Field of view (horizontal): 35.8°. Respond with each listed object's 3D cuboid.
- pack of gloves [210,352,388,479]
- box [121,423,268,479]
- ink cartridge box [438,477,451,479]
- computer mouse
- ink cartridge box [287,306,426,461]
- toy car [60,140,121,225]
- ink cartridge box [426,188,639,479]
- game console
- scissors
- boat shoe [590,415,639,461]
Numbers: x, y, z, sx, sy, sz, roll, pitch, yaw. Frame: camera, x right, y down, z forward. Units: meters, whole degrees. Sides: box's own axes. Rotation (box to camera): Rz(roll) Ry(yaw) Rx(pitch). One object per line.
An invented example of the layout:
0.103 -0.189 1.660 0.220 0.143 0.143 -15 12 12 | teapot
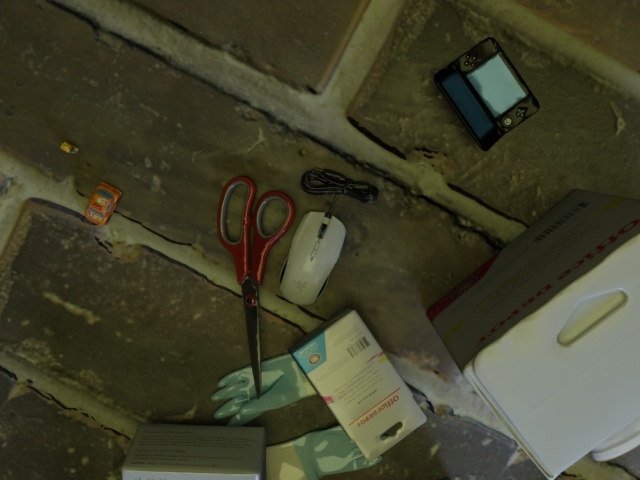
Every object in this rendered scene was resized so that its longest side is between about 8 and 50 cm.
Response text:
-0.028 0.253 1.375 0.232 0.046 0.195 -21 94 3 | pack of gloves
-0.164 0.354 1.331 0.181 0.119 0.181 1 109 1 | box
0.152 0.461 1.268 0.121 0.289 0.211 -13 95 2 | ink cartridge box
0.000 0.000 1.352 0.106 0.042 0.193 20 95 -2 | computer mouse
0.050 0.194 1.341 0.104 0.061 0.181 -34 94 -7 | ink cartridge box
-0.326 -0.076 1.351 0.060 0.040 0.122 -44 94 4 | toy car
0.295 0.090 1.184 0.279 0.385 0.160 -39 94 4 | ink cartridge box
0.222 -0.196 1.316 0.107 0.071 0.122 -35 94 4 | game console
-0.104 0.063 1.358 0.109 0.021 0.297 10 94 12 | scissors
0.450 0.180 1.338 0.277 0.098 0.096 -42 93 -5 | boat shoe
